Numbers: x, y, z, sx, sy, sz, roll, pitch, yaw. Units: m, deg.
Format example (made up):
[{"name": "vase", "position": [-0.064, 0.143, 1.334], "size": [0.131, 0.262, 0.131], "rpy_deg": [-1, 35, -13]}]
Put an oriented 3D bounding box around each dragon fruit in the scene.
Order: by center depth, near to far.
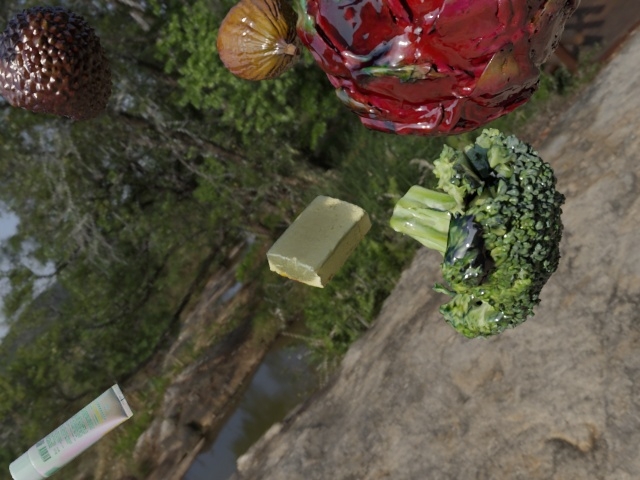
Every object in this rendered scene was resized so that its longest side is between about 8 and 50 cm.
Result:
[{"name": "dragon fruit", "position": [0.125, -0.269, 0.738], "size": [0.329, 0.329, 0.329], "rpy_deg": [-45, 10, 10]}]

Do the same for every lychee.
[{"name": "lychee", "position": [-0.444, -0.297, 1.106], "size": [0.188, 0.188, 0.188], "rpy_deg": [-45, 10, 10]}]

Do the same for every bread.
[{"name": "bread", "position": [0.001, -0.001, 1.281], "size": [0.188, 0.126, 0.068], "rpy_deg": [-51, -34, -30]}]

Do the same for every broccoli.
[{"name": "broccoli", "position": [0.291, -0.009, 1.155], "size": [0.277, 0.317, 0.338], "rpy_deg": [-49, -4, -15]}]

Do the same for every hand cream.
[{"name": "hand cream", "position": [-0.351, 0.280, 0.938], "size": [0.174, 0.047, 0.076], "rpy_deg": [-38, 41, -13]}]

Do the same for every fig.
[{"name": "fig", "position": [-0.059, -0.258, 0.874], "size": [0.119, 0.153, 0.119], "rpy_deg": [-40, -32, -32]}]
